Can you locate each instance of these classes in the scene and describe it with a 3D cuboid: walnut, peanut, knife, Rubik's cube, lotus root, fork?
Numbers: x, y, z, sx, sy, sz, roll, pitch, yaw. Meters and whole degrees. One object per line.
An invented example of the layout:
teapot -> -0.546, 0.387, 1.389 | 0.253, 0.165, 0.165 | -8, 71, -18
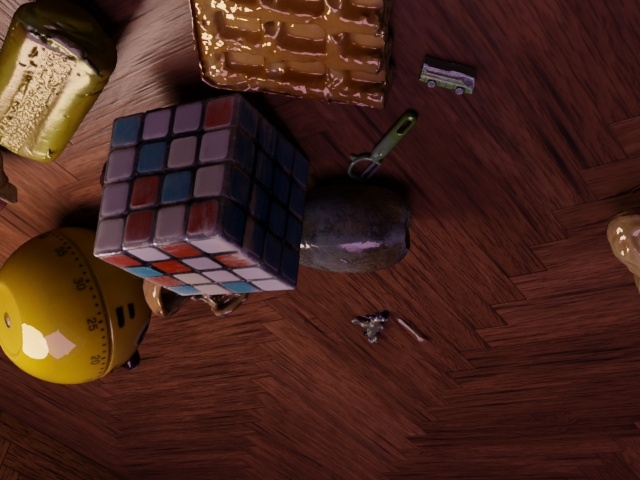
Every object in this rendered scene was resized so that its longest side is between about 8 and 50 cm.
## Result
walnut -> -0.248, 0.053, 1.741 | 0.238, 0.141, 0.204 | 6, 119, -46
peanut -> 0.590, 0.045, 1.424 | 0.325, 0.140, 0.153 | 40, 156, -30
knife -> 0.098, -0.159, 1.425 | 0.054, 0.015, 0.212 | 26, 147, -13
Rubik's cube -> -0.191, -0.063, 1.420 | 0.253, 0.258, 0.256 | -5, 157, 27
lotus root -> 0.009, -0.020, 1.537 | 0.322, 0.140, 0.158 | 0, 114, 24
fork -> 0.212, 0.208, 1.928 | 0.016, 0.012, 0.115 | -24, 130, 35

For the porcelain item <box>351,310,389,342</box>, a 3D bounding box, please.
porcelain item -> 0.107, 0.193, 1.937 | 0.075, 0.021, 0.136 | 15, 147, -1

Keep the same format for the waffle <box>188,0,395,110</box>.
waffle -> -0.048, -0.332, 1.172 | 0.304, 0.077, 0.348 | 10, 147, 9

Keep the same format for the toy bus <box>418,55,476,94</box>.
toy bus -> 0.189, -0.243, 1.251 | 0.083, 0.031, 0.037 | 14, 137, 1

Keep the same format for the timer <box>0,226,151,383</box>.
timer -> -0.498, 0.132, 1.848 | 0.387, 0.376, 0.376 | -16, 168, -39

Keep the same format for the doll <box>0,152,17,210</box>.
doll -> -0.683, -0.164, 1.610 | 0.196, 0.152, 0.255 | 29, 144, 42

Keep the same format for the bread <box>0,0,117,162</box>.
bread -> -0.455, -0.262, 1.404 | 0.166, 0.112, 0.383 | 30, 145, -18

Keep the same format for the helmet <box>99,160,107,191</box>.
helmet -> -0.370, -0.106, 1.642 | 0.123, 0.070, 0.098 | 15, 147, 2
